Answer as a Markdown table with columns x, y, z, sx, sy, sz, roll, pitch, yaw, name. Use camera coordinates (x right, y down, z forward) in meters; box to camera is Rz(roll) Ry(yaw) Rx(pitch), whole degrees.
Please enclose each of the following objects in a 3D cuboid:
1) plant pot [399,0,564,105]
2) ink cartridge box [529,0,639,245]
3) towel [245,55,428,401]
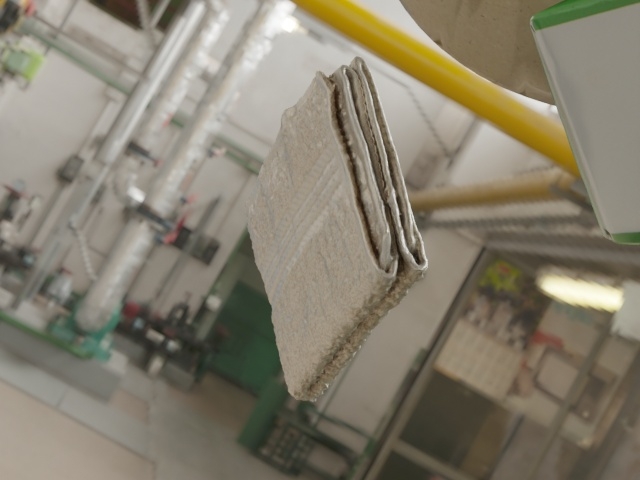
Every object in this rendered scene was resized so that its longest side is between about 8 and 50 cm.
| x | y | z | sx | sy | sz | roll | pitch | yaw | name |
| --- | --- | --- | --- | --- | --- | --- | --- | --- | --- |
| 0.152 | -0.234 | 0.559 | 0.256 | 0.256 | 0.274 | 29 | -22 | 15 | plant pot |
| 0.197 | -0.080 | 0.400 | 0.153 | 0.208 | 0.087 | -5 | -69 | 60 | ink cartridge box |
| 0.000 | 0.000 | 1.007 | 0.049 | 0.187 | 0.282 | -5 | -25 | -20 | towel |
